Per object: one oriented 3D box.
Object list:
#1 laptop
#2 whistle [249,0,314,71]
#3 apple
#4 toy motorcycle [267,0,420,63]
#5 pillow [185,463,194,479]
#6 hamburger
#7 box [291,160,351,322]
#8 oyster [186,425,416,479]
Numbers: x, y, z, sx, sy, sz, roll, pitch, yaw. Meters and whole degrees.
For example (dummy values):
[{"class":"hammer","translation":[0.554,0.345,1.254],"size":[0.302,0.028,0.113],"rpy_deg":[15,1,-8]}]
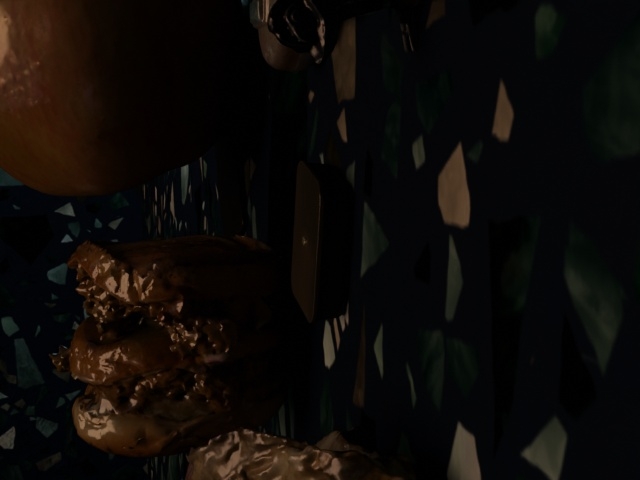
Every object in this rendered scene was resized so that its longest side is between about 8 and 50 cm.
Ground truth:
[{"class":"laptop","translation":[-0.120,-0.092,1.434],"size":[0.135,0.016,0.197],"rpy_deg":[131,134,-68]},{"class":"whistle","translation":[-0.019,-0.199,0.908],"size":[0.220,0.057,0.107],"rpy_deg":[-153,63,-72]},{"class":"apple","translation":[-0.274,-0.237,1.307],"size":[0.391,0.391,0.347],"rpy_deg":[-134,33,-70]},{"class":"toy motorcycle","translation":[0.014,-0.197,0.688],"size":[0.058,0.100,0.173],"rpy_deg":[141,129,-74]},{"class":"pillow","translation":[-0.150,0.403,1.467],"size":[0.236,0.084,0.223],"rpy_deg":[-145,56,-70]},{"class":"hamburger","translation":[-0.156,0.094,1.109],"size":[0.245,0.260,0.211],"rpy_deg":[-65,-28,-77]},{"class":"box","translation":[0.000,0.000,0.907],"size":[0.091,0.031,0.126],"rpy_deg":[-126,37,-67]},{"class":"oyster","translation":[-0.012,0.194,0.789],"size":[0.341,0.166,0.110],"rpy_deg":[-3,80,60]}]
